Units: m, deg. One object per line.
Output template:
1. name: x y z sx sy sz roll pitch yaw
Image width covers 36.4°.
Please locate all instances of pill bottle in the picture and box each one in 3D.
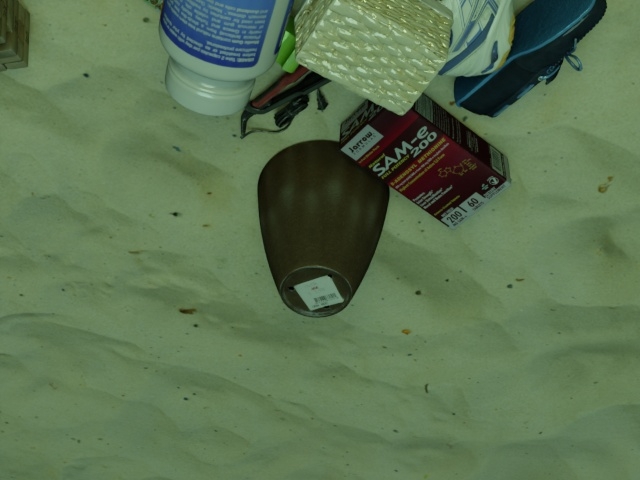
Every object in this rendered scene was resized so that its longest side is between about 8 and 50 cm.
1. pill bottle: -0.109 -0.286 1.153 0.152 0.152 0.272 14 133 -9

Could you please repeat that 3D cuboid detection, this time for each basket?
1. basket: 0.062 -0.239 1.137 0.167 0.103 0.113 24 131 -18

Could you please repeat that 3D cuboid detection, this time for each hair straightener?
1. hair straightener: -0.031 -0.207 1.432 0.230 0.047 0.089 -35 121 30

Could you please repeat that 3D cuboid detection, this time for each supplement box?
1. supplement box: 0.159 -0.130 1.473 0.239 0.073 0.130 33 127 -22

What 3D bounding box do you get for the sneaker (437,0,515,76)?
1. sneaker: 0.187 -0.336 1.226 0.131 0.112 0.296 -9 128 -19

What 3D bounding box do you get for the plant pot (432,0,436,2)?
1. plant pot: 0.069 -0.373 1.196 0.167 0.165 0.167 1 133 1

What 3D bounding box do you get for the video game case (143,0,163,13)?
1. video game case: -0.224 -0.362 1.329 0.122 0.011 0.087 33 126 -24

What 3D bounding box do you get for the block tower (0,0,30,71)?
1. block tower: -0.477 -0.327 1.218 0.091 0.097 0.335 -8 160 7

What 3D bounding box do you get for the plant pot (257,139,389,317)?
1. plant pot: 0.000 0.000 1.496 0.215 0.230 0.215 2 132 2

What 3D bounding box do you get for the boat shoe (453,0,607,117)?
1. boat shoe: 0.296 -0.261 1.343 0.089 0.109 0.258 25 146 -27

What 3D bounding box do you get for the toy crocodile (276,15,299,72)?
1. toy crocodile: -0.149 -0.344 1.266 0.115 0.105 0.340 -38 120 19
